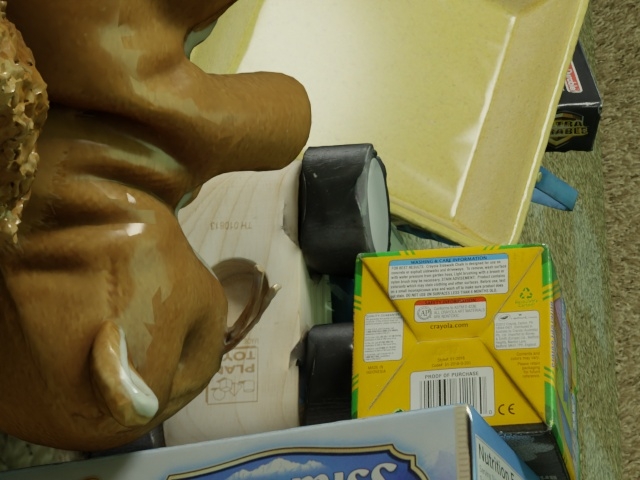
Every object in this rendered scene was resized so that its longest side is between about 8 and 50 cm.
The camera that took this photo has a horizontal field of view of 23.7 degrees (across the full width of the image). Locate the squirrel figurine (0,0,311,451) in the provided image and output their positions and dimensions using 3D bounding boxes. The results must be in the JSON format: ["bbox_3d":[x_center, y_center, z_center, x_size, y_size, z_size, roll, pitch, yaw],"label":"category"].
[{"bbox_3d":[-0.184,-0.063,0.914,0.397,0.281,0.371,13,78,-53],"label":"squirrel figurine"}]

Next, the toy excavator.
[{"bbox_3d":[-0.017,0.180,1.273,0.445,0.222,0.433,55,32,-66],"label":"toy excavator"}]

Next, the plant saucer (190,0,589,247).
[{"bbox_3d":[0.055,-0.170,1.398,0.081,0.332,0.333,130,-18,-62],"label":"plant saucer"}]

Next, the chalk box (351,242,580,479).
[{"bbox_3d":[0.108,0.106,1.055,0.213,0.132,0.132,61,28,-61],"label":"chalk box"}]

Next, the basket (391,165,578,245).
[{"bbox_3d":[0.146,-0.097,1.729,0.289,0.254,0.201,32,75,-67],"label":"basket"}]

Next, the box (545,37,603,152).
[{"bbox_3d":[0.115,-0.205,1.578,0.073,0.293,0.296,93,-7,-45],"label":"box"}]

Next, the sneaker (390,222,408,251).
[{"bbox_3d":[0.000,0.000,1.530,0.330,0.122,0.146,24,42,-66],"label":"sneaker"}]

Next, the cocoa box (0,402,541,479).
[{"bbox_3d":[-0.027,0.261,0.959,0.231,0.347,0.228,46,38,-56],"label":"cocoa box"}]
